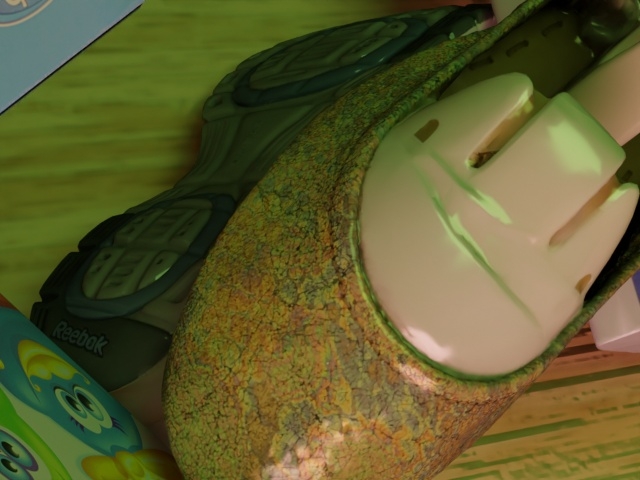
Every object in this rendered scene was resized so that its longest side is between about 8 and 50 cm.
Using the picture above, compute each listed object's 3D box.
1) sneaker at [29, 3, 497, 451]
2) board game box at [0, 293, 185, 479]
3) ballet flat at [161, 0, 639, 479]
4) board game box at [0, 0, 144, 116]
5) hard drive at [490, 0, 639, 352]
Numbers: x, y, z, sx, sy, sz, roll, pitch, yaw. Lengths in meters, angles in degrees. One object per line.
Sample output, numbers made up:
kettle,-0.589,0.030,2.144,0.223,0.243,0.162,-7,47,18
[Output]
sneaker,0.000,0.000,0.692,0.297,0.111,0.129,-49,124,-40
board game box,-0.106,0.129,0.511,0.275,0.142,0.144,43,101,-7
ballet flat,0.086,-0.035,0.580,0.348,0.123,0.123,-39,92,-31
board game box,-0.225,-0.010,0.430,0.242,0.316,0.064,-45,117,-35
hard drive,0.134,-0.104,0.779,0.210,0.040,0.319,9,63,-58
